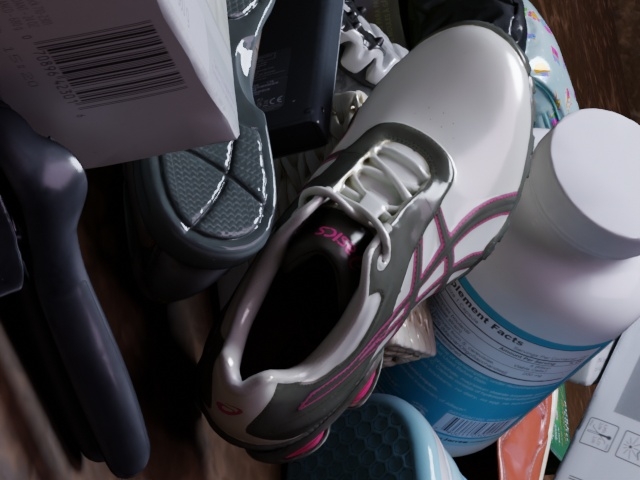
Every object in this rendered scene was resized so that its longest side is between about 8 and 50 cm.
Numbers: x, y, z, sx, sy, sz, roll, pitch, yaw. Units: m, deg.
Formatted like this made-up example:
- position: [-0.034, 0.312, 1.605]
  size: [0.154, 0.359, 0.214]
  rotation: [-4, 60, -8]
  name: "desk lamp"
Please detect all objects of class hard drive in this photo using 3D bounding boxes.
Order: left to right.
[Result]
- position: [-0.037, -0.095, 0.962]
  size: [0.135, 0.094, 0.022]
  rotation: [-84, 154, -45]
  name: "hard drive"

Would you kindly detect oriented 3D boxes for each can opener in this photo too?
- position: [-0.118, 0.024, 0.720]
  size: [0.059, 0.073, 0.186]
  rotation: [36, -29, 53]
  name: "can opener"

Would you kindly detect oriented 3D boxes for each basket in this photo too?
- position: [0.000, 0.000, 1.001]
  size: [0.113, 0.103, 0.167]
  rotation: [23, 57, -71]
  name: "basket"

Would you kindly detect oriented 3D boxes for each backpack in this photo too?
- position: [0.133, -0.108, 1.266]
  size: [0.182, 0.115, 0.152]
  rotation: [60, 26, -44]
  name: "backpack"

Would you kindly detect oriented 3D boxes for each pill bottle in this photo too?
- position: [0.122, 0.026, 1.082]
  size: [0.264, 0.146, 0.146]
  rotation: [129, -32, -50]
  name: "pill bottle"

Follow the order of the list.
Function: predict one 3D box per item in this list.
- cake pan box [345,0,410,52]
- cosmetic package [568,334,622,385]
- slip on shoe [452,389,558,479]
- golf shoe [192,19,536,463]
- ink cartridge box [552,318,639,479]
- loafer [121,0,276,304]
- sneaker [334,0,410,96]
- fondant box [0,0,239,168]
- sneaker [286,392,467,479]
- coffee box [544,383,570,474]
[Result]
- position: [0.073, -0.176, 1.412]
  size: [0.246, 0.070, 0.267]
  rotation: [18, 61, -68]
  name: "cake pan box"
- position: [0.195, 0.012, 1.424]
  size: [0.151, 0.151, 0.184]
  rotation: [7, 100, -72]
  name: "cosmetic package"
- position: [0.107, 0.132, 1.247]
  size: [0.101, 0.123, 0.331]
  rotation: [52, 36, -48]
  name: "slip on shoe"
- position: [0.033, -0.007, 0.879]
  size: [0.273, 0.105, 0.120]
  rotation: [-58, 171, -12]
  name: "golf shoe"
- position: [0.251, 0.269, 1.490]
  size: [0.308, 0.091, 0.385]
  rotation: [-60, 162, -25]
  name: "ink cartridge box"
- position: [-0.078, -0.093, 0.891]
  size: [0.096, 0.084, 0.268]
  rotation: [13, 56, -24]
  name: "loafer"
- position: [0.037, -0.079, 1.121]
  size: [0.234, 0.106, 0.078]
  rotation: [34, 21, -35]
  name: "sneaker"
- position: [-0.117, -0.229, 0.721]
  size: [0.238, 0.096, 0.330]
  rotation: [64, 17, -66]
  name: "fondant box"
- position: [0.077, 0.267, 1.014]
  size: [0.208, 0.127, 0.319]
  rotation: [42, 40, -53]
  name: "sneaker"
- position: [0.205, 0.157, 1.655]
  size: [0.184, 0.040, 0.113]
  rotation: [44, 38, -61]
  name: "coffee box"
